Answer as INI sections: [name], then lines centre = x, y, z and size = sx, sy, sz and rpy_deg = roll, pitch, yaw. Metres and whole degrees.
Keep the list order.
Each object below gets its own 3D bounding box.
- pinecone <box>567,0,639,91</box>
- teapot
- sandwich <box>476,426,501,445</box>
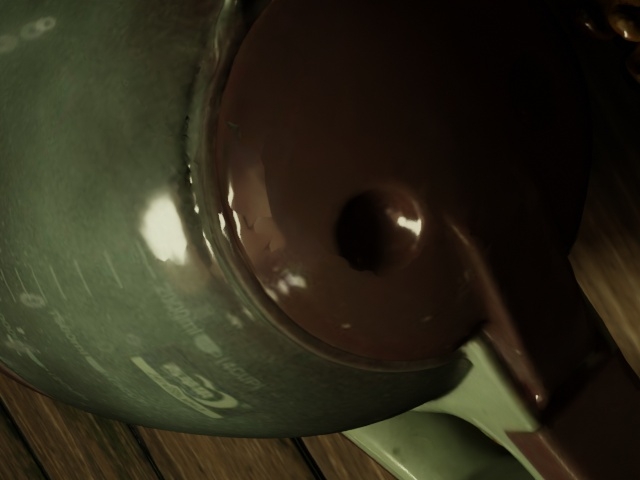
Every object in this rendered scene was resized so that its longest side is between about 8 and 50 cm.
[pinecone]
centre = 0.129, -0.078, 0.539
size = 0.102, 0.102, 0.109
rpy_deg = 22, 141, 45
[teapot]
centre = 0.000, 0.000, 0.644
size = 0.315, 0.233, 0.312
rpy_deg = 53, 162, -19
[sandwich]
centre = 0.140, 0.235, 0.853
size = 0.198, 0.227, 0.155
rpy_deg = 28, 162, -30
